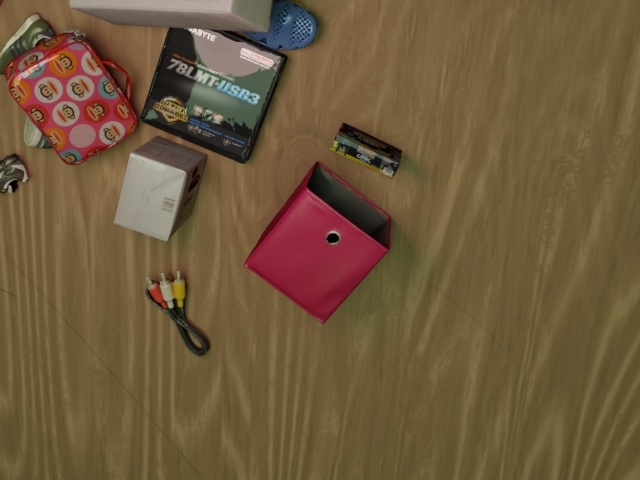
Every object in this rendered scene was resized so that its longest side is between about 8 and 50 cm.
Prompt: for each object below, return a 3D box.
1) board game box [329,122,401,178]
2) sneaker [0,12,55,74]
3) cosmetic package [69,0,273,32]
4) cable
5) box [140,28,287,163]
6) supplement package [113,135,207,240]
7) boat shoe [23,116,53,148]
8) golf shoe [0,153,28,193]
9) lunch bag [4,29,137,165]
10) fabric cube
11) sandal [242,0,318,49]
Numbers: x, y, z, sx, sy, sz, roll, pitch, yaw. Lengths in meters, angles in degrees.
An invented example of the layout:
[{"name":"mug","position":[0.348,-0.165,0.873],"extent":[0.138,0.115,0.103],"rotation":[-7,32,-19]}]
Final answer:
[{"name":"board game box","position":[0.115,-0.224,1.813],"extent":[0.170,0.141,0.048],"rotation":[25,113,-2]},{"name":"sneaker","position":[-0.751,-0.480,1.873],"extent":[0.086,0.064,0.192],"rotation":[43,106,-3]},{"name":"cosmetic package","position":[-0.323,-0.598,1.618],"extent":[0.453,0.161,0.230],"rotation":[12,94,26]},{"name":"cable","position":[-0.414,0.213,2.074],"extent":[0.140,0.072,0.287],"rotation":[-10,108,16]},{"name":"box","position":[-0.270,-0.383,1.845],"extent":[0.296,0.073,0.293],"rotation":[24,112,-2]},{"name":"supplement package","position":[-0.406,-0.137,1.878],"extent":[0.149,0.203,0.194],"rotation":[20,111,-1]},{"name":"boat shoe","position":[-0.670,-0.383,1.900],"extent":[0.099,0.116,0.319],"rotation":[13,109,-44]},{"name":"golf shoe","position":[-0.888,-0.154,2.002],"extent":[0.198,0.077,0.094],"rotation":[-27,104,17]},{"name":"lunch bag","position":[-0.593,-0.356,1.803],"extent":[0.258,0.120,0.293],"rotation":[-32,131,-7]},{"name":"fabric cube","position":[0.000,0.000,1.845],"extent":[0.254,0.259,0.258],"rotation":[38,110,-8]},{"name":"sandal","position":[-0.161,-0.531,1.744],"extent":[0.317,0.138,0.126],"rotation":[14,109,0]}]
